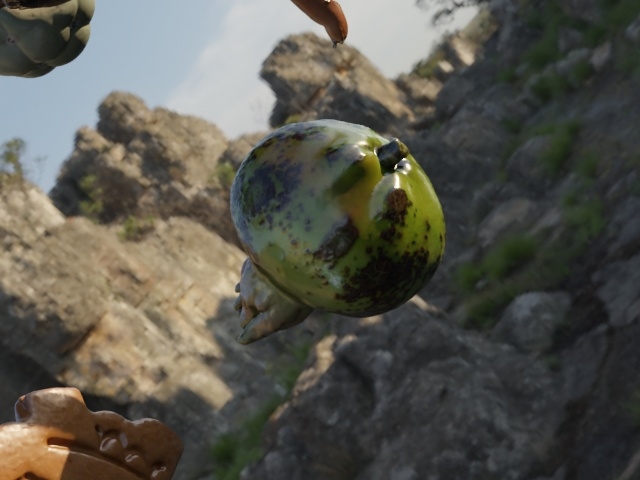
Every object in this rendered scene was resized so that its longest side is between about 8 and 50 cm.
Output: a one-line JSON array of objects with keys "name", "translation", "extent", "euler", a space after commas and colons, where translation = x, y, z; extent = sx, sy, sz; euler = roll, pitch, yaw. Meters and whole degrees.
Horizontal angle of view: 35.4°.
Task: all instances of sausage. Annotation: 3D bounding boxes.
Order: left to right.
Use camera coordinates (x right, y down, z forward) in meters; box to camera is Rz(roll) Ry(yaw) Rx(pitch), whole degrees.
[{"name": "sausage", "translation": [-0.025, -0.262, 1.031], "extent": [0.042, 0.158, 0.036], "euler": [-52, 28, -8]}]

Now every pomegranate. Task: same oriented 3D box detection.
[{"name": "pomegranate", "translation": [-0.008, 0.002, 1.052], "extent": [0.276, 0.222, 0.204], "euler": [-42, -11, 2]}]

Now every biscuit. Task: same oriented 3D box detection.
[{"name": "biscuit", "translation": [-0.237, 0.294, 0.983], "extent": [0.284, 0.306, 0.043], "euler": [0, -22, -44]}]

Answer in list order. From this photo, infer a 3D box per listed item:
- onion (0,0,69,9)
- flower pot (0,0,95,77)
[{"name": "onion", "translation": [-0.381, -0.454, 1.286], "extent": [0.314, 0.314, 0.232], "euler": [-49, 5, 27]}, {"name": "flower pot", "translation": [-0.460, -0.365, 1.511], "extent": [0.246, 0.246, 0.195], "euler": [-50, 11, -24]}]
